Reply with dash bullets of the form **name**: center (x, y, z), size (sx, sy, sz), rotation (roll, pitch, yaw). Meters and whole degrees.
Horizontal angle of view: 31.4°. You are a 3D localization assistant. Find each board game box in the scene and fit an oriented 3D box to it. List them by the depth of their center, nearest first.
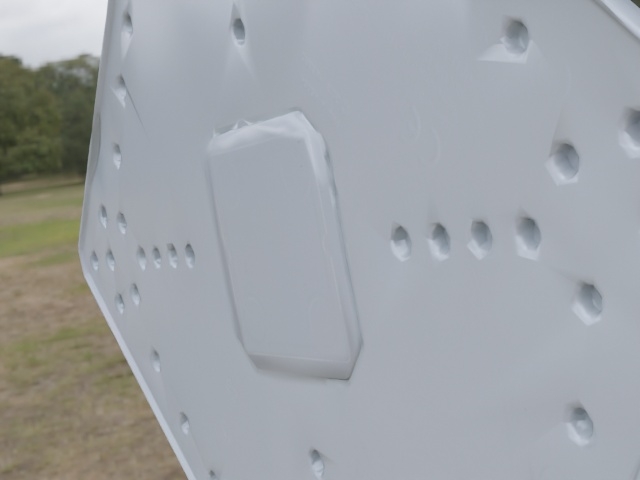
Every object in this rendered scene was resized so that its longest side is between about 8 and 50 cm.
- **board game box**: center (0.000, 0.000, 0.505), size (0.050, 0.390, 0.390), rotation (-12, 49, -30)
